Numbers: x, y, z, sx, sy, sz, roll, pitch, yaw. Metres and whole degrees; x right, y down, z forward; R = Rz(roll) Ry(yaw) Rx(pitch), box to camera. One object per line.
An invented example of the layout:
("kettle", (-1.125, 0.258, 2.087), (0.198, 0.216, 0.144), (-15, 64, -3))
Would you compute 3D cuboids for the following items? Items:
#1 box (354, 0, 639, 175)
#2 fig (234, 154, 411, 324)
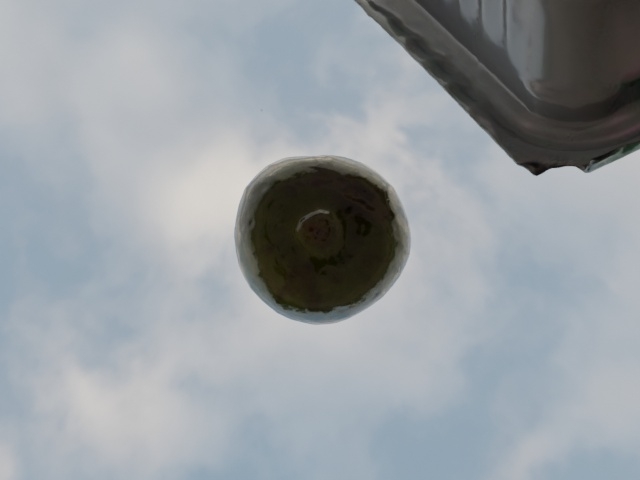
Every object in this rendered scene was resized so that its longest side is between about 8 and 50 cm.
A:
("box", (0.170, -0.213, 0.808), (0.264, 0.336, 0.106), (-27, -42, -11))
("fig", (0.000, 0.000, 1.383), (0.203, 0.225, 0.203), (0, -95, -4))
